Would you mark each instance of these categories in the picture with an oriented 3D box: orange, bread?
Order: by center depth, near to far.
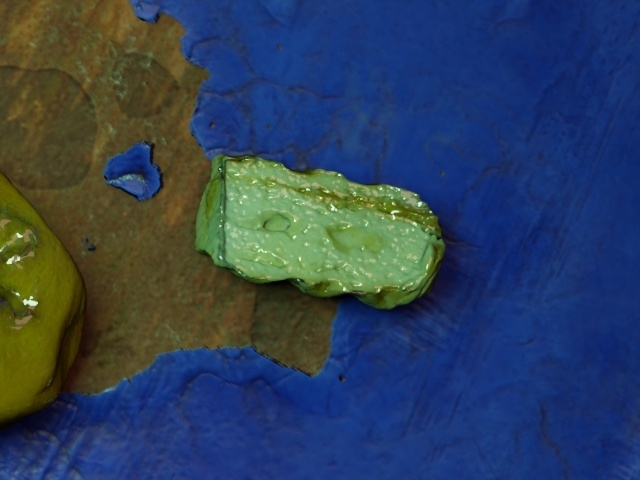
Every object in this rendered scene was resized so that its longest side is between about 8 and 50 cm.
[{"bbox_3d":[-0.313,0.050,1.651,0.249,0.183,0.249,8,66,-20],"label":"orange"},{"bbox_3d":[0.000,0.000,1.854,0.232,0.088,0.128,10,58,-11],"label":"bread"}]
